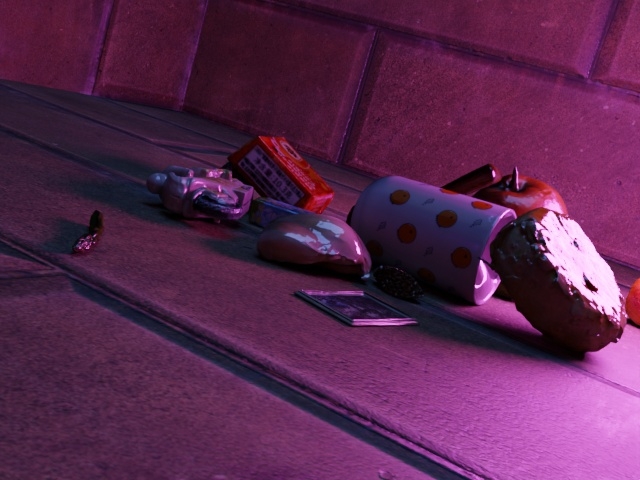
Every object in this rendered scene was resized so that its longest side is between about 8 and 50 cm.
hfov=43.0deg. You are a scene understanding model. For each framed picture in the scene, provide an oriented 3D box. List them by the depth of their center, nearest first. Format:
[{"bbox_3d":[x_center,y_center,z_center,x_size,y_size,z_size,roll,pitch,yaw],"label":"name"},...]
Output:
[{"bbox_3d":[0.064,0.113,1.378,0.183,0.011,0.142,6,15,-47],"label":"framed picture"}]

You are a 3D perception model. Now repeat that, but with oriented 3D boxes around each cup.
[{"bbox_3d":[0.234,-0.013,1.759,0.317,0.212,0.212,21,11,27],"label":"cup"}]

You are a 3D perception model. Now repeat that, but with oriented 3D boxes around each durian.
[{"bbox_3d":[0.148,0.077,1.584,0.130,0.052,0.066,24,10,37],"label":"durian"},{"bbox_3d":[-0.224,-0.132,2.053,0.108,0.119,0.187,53,14,-16],"label":"durian"}]

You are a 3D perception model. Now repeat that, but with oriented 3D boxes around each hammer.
[{"bbox_3d":[0.273,-0.102,2.000,0.242,0.095,0.408,-3,-18,-46],"label":"hammer"}]

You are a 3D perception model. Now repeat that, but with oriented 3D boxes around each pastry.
[{"bbox_3d":[0.468,0.079,1.587,0.329,0.136,0.330,31,37,-28],"label":"pastry"}]

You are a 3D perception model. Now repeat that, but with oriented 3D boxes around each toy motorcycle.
[{"bbox_3d":[-0.259,-0.105,1.760,0.222,0.108,0.341,13,12,0],"label":"toy motorcycle"}]

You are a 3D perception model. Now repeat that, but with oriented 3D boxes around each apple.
[{"bbox_3d":[0.830,0.156,2.010,0.146,0.147,0.146,16,10,-3],"label":"apple"}]

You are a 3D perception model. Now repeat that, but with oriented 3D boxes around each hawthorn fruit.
[{"bbox_3d":[0.482,-0.039,2.002,0.267,0.301,0.268,2,17,-1],"label":"hawthorn fruit"}]

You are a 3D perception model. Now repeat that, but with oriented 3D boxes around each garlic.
[{"bbox_3d":[0.000,0.000,1.616,0.228,0.110,0.217,16,7,1],"label":"garlic"}]

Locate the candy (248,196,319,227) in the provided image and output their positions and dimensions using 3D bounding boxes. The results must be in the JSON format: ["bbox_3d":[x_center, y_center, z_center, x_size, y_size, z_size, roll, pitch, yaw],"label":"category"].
[{"bbox_3d":[-0.059,-0.043,1.865,0.194,0.062,0.097,19,10,15],"label":"candy"}]

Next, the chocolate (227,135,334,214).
[{"bbox_3d":[-0.089,-0.153,2.036,0.237,0.108,0.235,49,16,7],"label":"chocolate"}]

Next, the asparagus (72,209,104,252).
[{"bbox_3d":[-0.370,-0.014,1.317,0.034,0.027,0.236,9,12,-11],"label":"asparagus"}]

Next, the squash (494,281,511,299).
[{"bbox_3d":[0.391,0.082,1.893,0.219,0.068,0.077,24,30,34],"label":"squash"}]
